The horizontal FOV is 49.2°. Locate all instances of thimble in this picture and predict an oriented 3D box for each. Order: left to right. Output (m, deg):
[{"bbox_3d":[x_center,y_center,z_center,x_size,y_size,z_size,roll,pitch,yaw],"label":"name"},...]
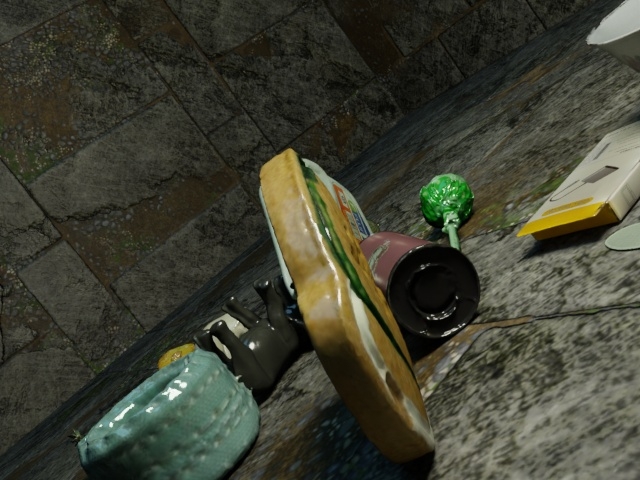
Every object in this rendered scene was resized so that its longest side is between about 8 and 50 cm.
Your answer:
[{"bbox_3d":[-0.196,0.256,0.936,0.235,0.143,0.198,-37,9,-13],"label":"thimble"}]

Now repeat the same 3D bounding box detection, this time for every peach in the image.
[{"bbox_3d":[-0.310,0.278,1.558,0.098,0.061,0.098,-18,28,10],"label":"peach"}]

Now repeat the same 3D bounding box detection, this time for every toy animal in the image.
[{"bbox_3d":[-0.094,0.146,1.102,0.245,0.146,0.114,-46,13,-36],"label":"toy animal"}]

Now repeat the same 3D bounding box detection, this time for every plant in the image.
[{"bbox_3d":[-0.426,0.386,1.304,0.051,0.102,0.051,-35,11,8],"label":"plant"}]

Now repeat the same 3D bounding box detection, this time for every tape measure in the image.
[{"bbox_3d":[0.000,-0.001,1.199,0.125,0.243,0.246,-30,-32,20],"label":"tape measure"}]

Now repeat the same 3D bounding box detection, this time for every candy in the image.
[{"bbox_3d":[0.204,-0.021,1.081,0.097,0.097,0.323,-34,17,19],"label":"candy"}]

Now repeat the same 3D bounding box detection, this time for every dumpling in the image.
[{"bbox_3d":[-0.181,0.210,1.283,0.169,0.100,0.134,-37,23,14],"label":"dumpling"}]

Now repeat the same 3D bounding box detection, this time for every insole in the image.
[{"bbox_3d":[0.329,-0.006,0.674,0.053,0.002,0.152,-38,9,-9],"label":"insole"}]

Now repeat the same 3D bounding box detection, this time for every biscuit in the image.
[{"bbox_3d":[0.035,0.064,0.685,0.057,0.287,0.344,-27,38,5],"label":"biscuit"}]

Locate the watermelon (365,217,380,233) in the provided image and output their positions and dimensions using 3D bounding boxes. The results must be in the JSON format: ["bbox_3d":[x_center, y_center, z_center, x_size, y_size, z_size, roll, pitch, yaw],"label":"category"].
[{"bbox_3d":[0.075,-0.002,1.429,0.110,0.078,0.078,-32,8,-4],"label":"watermelon"}]

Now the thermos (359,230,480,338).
[{"bbox_3d":[0.105,0.058,0.948,0.109,0.136,0.330,-3,5,-8],"label":"thermos"}]

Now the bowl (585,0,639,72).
[{"bbox_3d":[0.523,-0.285,0.858,0.345,0.157,0.345,-37,8,6],"label":"bowl"}]

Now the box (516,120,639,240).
[{"bbox_3d":[0.353,-0.077,0.858,0.247,0.033,0.129,-42,10,-27],"label":"box"}]
